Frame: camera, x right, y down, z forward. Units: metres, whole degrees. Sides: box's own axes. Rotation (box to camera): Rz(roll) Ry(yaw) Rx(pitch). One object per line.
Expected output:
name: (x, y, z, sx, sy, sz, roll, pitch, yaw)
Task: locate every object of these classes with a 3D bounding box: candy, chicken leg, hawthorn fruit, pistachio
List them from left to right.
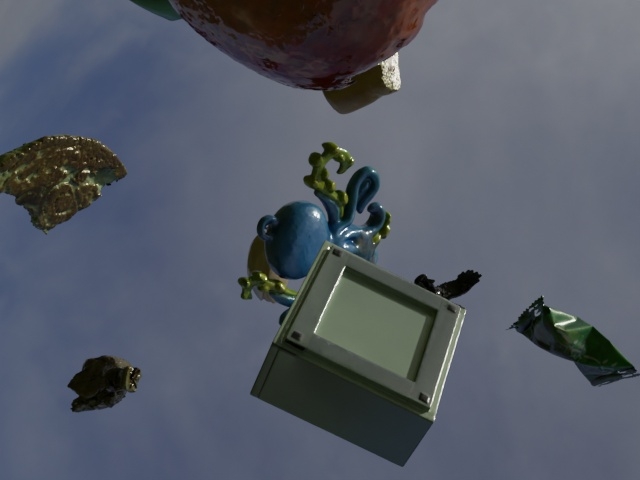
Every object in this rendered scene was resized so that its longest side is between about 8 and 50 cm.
chicken leg: (-0.269, 0.184, 1.129, 0.093, 0.070, 0.178, -43, -167, -31)
pistachio: (-0.134, 0.069, 2.273, 0.145, 0.117, 0.200, -62, 168, -63)
hawthorn fruit: (-0.035, -0.267, 0.731, 0.276, 0.307, 0.276, 17, 90, -88)
candy: (0.423, 0.171, 1.479, 0.078, 0.203, 0.141, -54, 177, -8)

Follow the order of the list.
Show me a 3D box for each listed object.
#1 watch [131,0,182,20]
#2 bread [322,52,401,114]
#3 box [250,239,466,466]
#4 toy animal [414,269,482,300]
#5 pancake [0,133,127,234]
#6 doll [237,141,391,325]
watch: (-0.159, -0.335, 0.944, 0.237, 0.195, 0.068, -14, -145, 31)
bread: (0.070, -0.322, 1.687, 0.173, 0.085, 0.134, -21, -113, 40)
box: (0.059, 0.144, 1.209, 0.225, 0.225, 0.117, -63, 177, -49)
toy animal: (0.244, 0.122, 1.888, 0.220, 0.108, 0.062, -42, -163, -7)
pancake: (-0.494, -0.106, 1.638, 0.054, 0.376, 0.197, 27, -73, 28)
doll: (0.000, 0.000, 1.686, 0.099, 0.341, 0.346, 18, -92, 40)
